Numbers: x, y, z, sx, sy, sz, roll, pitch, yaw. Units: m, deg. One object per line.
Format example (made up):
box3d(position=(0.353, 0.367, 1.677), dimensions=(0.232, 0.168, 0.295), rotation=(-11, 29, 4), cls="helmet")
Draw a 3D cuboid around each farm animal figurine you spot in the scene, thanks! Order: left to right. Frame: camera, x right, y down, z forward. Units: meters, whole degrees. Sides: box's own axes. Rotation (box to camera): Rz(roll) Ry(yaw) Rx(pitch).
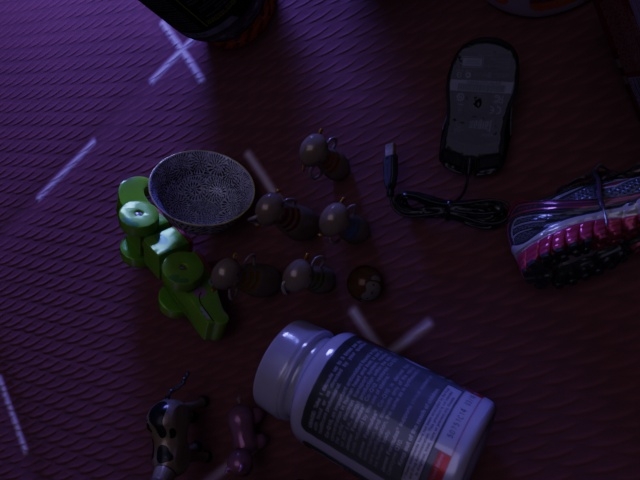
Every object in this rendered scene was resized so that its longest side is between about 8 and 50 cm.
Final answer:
box3d(position=(-0.158, 0.403, 0.763), dimensions=(0.330, 0.172, 0.327), rotation=(23, 90, 26), cls="farm animal figurine")

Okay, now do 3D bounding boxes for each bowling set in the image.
box3d(position=(0.000, 0.000, 0.776), dimensions=(0.199, 0.154, 0.287), rotation=(31, 94, 26), cls="bowling set")

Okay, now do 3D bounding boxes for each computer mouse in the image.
box3d(position=(0.185, -0.150, 0.776), dimensions=(0.183, 0.060, 0.262), rotation=(3, 93, 21), cls="computer mouse")

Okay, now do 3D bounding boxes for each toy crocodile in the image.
box3d(position=(-0.256, 0.027, 0.922), dimensions=(0.340, 0.105, 0.115), rotation=(46, 142, 23), cls="toy crocodile")

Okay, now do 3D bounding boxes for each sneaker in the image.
box3d(position=(0.372, -0.048, 0.641), dimensions=(0.299, 0.121, 0.112), rotation=(-19, 50, 14), cls="sneaker")

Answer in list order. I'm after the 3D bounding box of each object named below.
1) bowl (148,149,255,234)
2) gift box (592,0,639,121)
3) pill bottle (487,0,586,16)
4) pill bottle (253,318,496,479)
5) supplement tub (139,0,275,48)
box3d(position=(-0.199, -0.065, 0.904), dimensions=(0.170, 0.170, 0.080), rotation=(49, 145, 24), cls="bowl")
box3d(position=(0.456, -0.220, 0.522), dimensions=(0.258, 0.276, 0.255), rotation=(-24, 100, 20), cls="gift box")
box3d(position=(0.254, -0.457, 0.613), dimensions=(0.223, 0.392, 0.224), rotation=(-4, 79, 23), cls="pill bottle")
box3d(position=(0.064, 0.219, 0.703), dimensions=(0.283, 0.161, 0.161), rotation=(23, 90, 26), cls="pill bottle")
box3d(position=(-0.222, -0.460, 0.859), dimensions=(0.207, 0.338, 0.207), rotation=(-5, 78, 24), cls="supplement tub")
